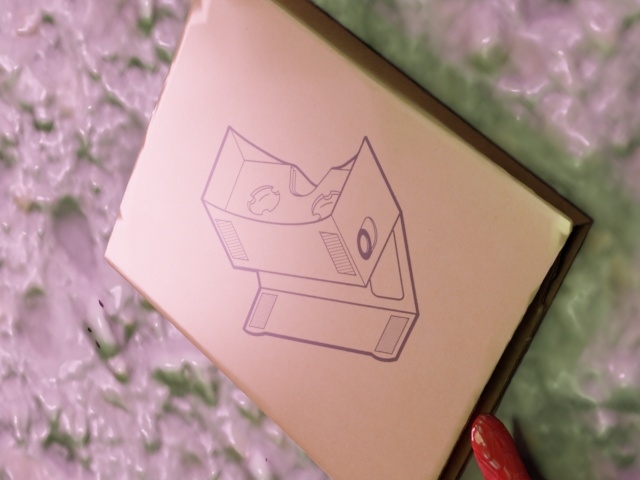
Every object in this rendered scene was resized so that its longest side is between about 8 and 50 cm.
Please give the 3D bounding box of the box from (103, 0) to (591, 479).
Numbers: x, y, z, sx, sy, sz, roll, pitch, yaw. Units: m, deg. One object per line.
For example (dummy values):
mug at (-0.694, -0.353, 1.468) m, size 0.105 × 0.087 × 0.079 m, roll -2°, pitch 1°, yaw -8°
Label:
box at (0.000, 0.000, 0.710) m, size 0.201 × 0.021 × 0.164 m, roll 41°, pitch 125°, yaw 28°

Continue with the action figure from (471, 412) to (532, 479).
action figure at (0.140, 0.073, 0.540) m, size 0.280 × 0.091 × 0.139 m, roll 3°, pitch 126°, yaw 41°
